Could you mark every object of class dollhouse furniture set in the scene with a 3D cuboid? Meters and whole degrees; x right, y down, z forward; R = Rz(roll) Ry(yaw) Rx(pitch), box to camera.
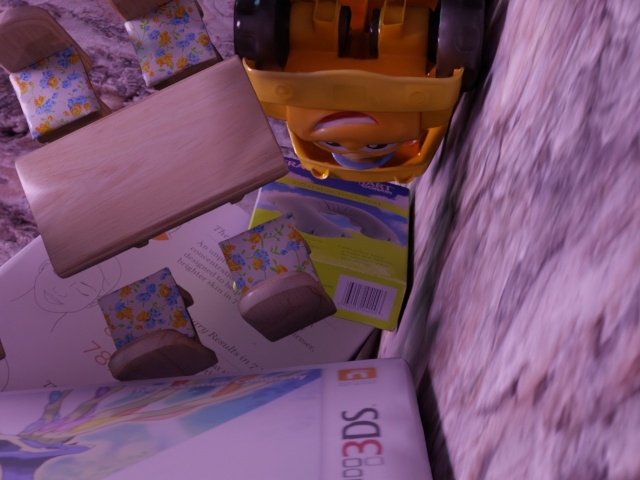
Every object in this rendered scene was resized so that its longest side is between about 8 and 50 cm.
[{"bbox_3d":[-0.144,-0.025,0.721,0.161,0.242,0.212,54,-168,-73],"label":"dollhouse furniture set"}]

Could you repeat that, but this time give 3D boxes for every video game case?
[{"bbox_3d":[-0.117,0.117,0.557,0.300,0.329,0.036,-88,-7,-78],"label":"video game case"}]

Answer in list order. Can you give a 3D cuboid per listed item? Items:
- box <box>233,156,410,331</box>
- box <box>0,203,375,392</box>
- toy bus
[{"bbox_3d":[0.006,-0.006,0.925,0.178,0.109,0.042,-81,6,-65],"label":"box"},{"bbox_3d":[-0.149,0.129,0.905,0.345,0.215,0.168,-46,-12,-44],"label":"box"},{"bbox_3d":[0.030,-0.111,0.880,0.211,0.150,0.220,90,-173,-46],"label":"toy bus"}]
